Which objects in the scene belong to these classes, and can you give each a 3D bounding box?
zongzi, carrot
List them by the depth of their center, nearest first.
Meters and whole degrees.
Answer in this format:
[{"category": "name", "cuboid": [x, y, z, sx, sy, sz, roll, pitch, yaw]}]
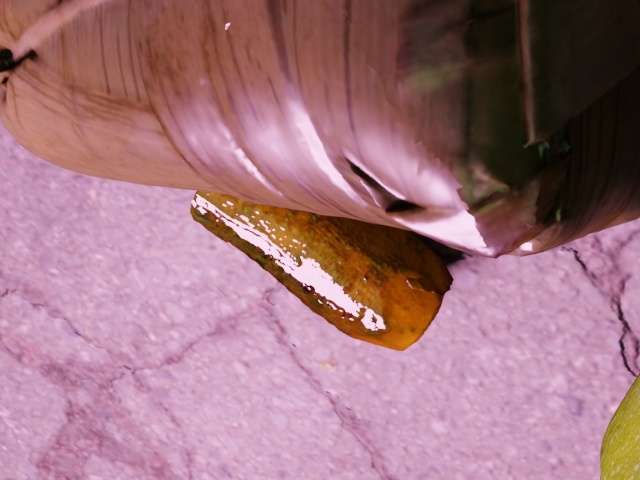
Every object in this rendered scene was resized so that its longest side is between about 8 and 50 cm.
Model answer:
[{"category": "zongzi", "cuboid": [-0.033, -0.251, 1.037, 0.500, 0.218, 0.467, 10, 101, 40]}, {"category": "carrot", "cuboid": [0.000, 0.000, 1.240, 0.173, 0.082, 0.082, 36, 135, -3]}]

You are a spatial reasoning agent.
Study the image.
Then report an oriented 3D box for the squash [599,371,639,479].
[{"category": "squash", "cuboid": [0.253, 0.066, 1.154, 0.101, 0.101, 0.379, 29, 132, 1]}]
